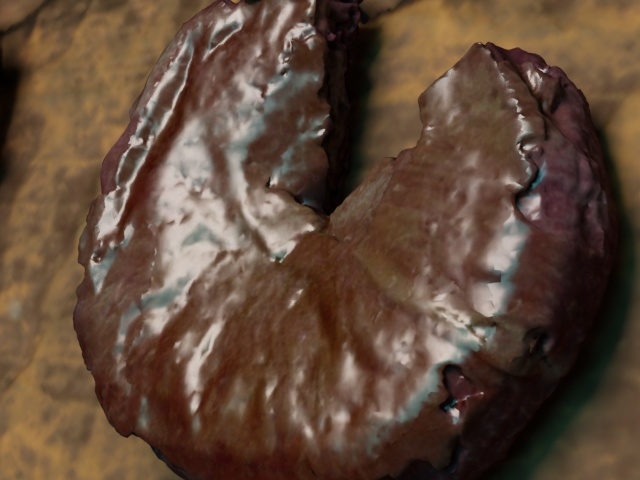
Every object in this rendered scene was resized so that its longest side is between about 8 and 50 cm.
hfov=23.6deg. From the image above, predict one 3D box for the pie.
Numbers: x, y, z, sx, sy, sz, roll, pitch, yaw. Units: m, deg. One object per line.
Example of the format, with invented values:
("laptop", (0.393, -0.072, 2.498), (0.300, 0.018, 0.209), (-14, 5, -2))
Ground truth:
("pie", (0.000, 0.000, 0.562), (0.219, 0.054, 0.204), (12, 81, 34))
